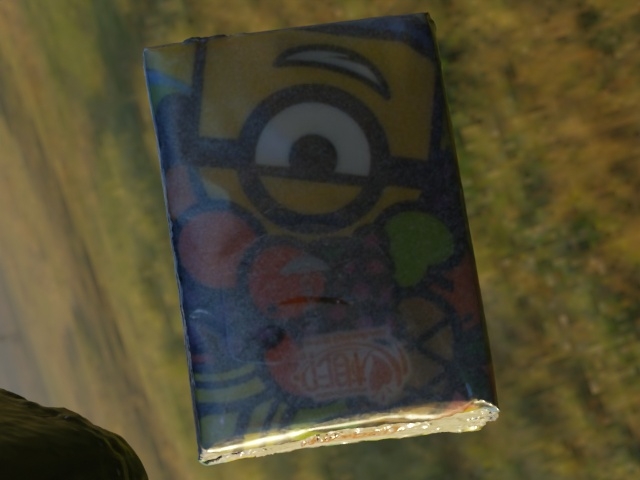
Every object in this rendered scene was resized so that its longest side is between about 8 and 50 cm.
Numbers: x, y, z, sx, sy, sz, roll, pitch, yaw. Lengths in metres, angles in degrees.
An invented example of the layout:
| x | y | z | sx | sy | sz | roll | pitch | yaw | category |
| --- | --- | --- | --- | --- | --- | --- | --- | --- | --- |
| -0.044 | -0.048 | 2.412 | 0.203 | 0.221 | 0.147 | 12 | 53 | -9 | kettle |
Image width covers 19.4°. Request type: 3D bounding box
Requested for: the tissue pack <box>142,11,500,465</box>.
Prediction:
| x | y | z | sx | sy | sz | roll | pitch | yaw | category |
| --- | --- | --- | --- | --- | --- | --- | --- | --- | --- |
| 0.000 | 0.000 | 0.672 | 0.060 | 0.108 | 0.148 | 106 | 155 | -78 | tissue pack |

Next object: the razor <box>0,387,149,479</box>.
| x | y | z | sx | sy | sz | roll | pitch | yaw | category |
| --- | --- | --- | --- | --- | --- | --- | --- | --- | --- |
| -0.242 | 0.159 | 1.071 | 0.327 | 0.189 | 0.107 | -22 | -55 | -67 | razor |
